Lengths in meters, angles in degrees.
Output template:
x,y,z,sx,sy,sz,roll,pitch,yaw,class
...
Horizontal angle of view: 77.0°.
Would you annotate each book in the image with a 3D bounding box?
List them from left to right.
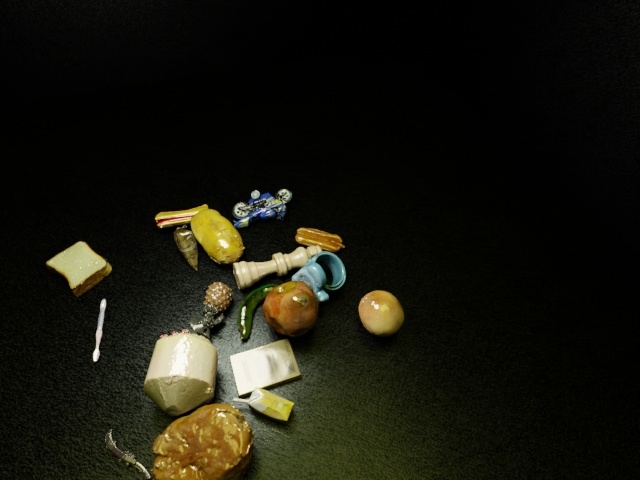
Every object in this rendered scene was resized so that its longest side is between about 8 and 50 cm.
x,y,z,sx,sy,sz,roll,pitch,yaw,class
-0.206,0.467,1.486,0.230,0.026,0.161,-13,51,-15,book

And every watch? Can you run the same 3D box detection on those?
x,y,z,sx,sy,sz,roll,pitch,yaw,class
0.009,0.153,1.683,0.193,0.211,0.211,-27,56,-37,watch

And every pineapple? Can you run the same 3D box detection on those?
x,y,z,sx,sy,sz,roll,pitch,yaw,class
-0.429,0.284,1.572,0.119,0.111,0.237,6,51,12,pineapple

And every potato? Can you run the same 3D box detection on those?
x,y,z,sx,sy,sz,roll,pitch,yaw,class
-0.451,-0.015,1.790,0.173,0.140,0.300,-27,64,-39,potato

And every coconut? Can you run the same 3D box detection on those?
x,y,z,sx,sy,sz,roll,pitch,yaw,class
-0.463,0.456,1.343,0.239,0.239,0.244,-1,49,-5,coconut

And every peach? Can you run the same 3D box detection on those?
x,y,z,sx,sy,sz,roll,pitch,yaw,class
-0.099,0.255,1.532,0.214,0.235,0.214,7,73,-26,peach
0.237,0.282,1.570,0.184,0.184,0.184,2,50,-2,peach

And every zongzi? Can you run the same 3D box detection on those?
x,y,z,sx,sy,sz,roll,pitch,yaw,class
-0.598,0.033,1.807,0.084,0.184,0.187,-20,18,-20,zongzi

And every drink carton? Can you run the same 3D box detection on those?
x,y,z,sx,sy,sz,roll,pitch,yaw,class
-0.194,0.555,1.377,0.199,0.084,0.075,21,56,8,drink carton

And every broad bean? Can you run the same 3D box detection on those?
x,y,z,sx,sy,sz,roll,pitch,yaw,class
-0.246,0.266,1.636,0.144,0.049,0.292,39,56,21,broad bean

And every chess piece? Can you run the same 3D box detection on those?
x,y,z,sx,sy,sz,roll,pitch,yaw,class
-0.172,0.104,1.742,0.396,0.117,0.117,-15,53,-18,chess piece

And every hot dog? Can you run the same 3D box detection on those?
x,y,z,sx,sy,sz,roll,pitch,yaw,class
0.000,0.000,1.870,0.235,0.062,0.092,17,66,3,hot dog

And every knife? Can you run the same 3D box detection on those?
x,y,z,sx,sy,sz,roll,pitch,yaw,class
-0.618,0.686,1.275,0.222,0.021,0.045,32,52,22,knife

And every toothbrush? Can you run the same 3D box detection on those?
x,y,z,sx,sy,sz,roll,pitch,yaw,class
-0.847,0.341,1.544,0.021,0.027,0.269,19,40,-35,toothbrush

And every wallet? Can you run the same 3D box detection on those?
x,y,z,sx,sy,sz,roll,pitch,yaw,class
-0.645,-0.113,1.901,0.241,0.067,0.141,-11,19,-14,wallet

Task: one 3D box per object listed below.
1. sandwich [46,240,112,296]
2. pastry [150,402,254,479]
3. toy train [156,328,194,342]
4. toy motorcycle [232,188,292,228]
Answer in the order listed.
x,y,z,sx,sy,sz,roll,pitch,yaw,class
-1.018,0.113,1.701,0.214,0.065,0.186,30,54,20,sandwich
-0.349,0.650,1.234,0.310,0.162,0.255,-19,64,-7,pastry
-0.542,0.389,1.513,0.137,0.050,0.087,-12,56,-15,toy train
-0.274,-0.149,1.947,0.315,0.113,0.169,-20,63,-8,toy motorcycle
